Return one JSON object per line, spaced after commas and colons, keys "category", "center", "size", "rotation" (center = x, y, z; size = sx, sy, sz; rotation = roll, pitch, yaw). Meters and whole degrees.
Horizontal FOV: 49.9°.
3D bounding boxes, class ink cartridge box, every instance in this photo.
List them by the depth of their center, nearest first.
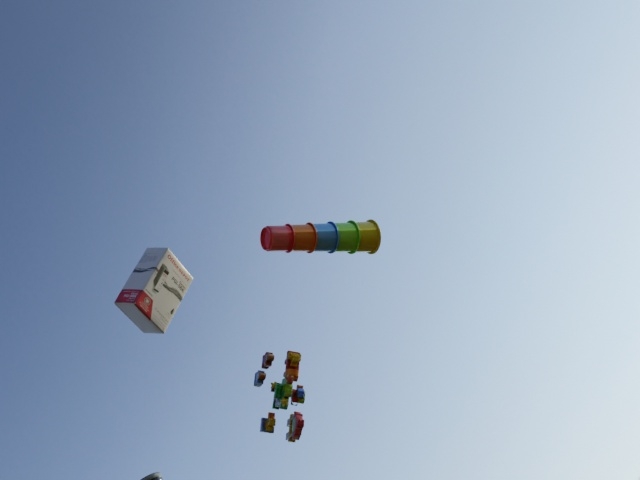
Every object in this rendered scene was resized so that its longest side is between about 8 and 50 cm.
{"category": "ink cartridge box", "center": [-0.311, 0.093, 1.300], "size": [0.099, 0.056, 0.135], "rotation": [58, -138, -40]}

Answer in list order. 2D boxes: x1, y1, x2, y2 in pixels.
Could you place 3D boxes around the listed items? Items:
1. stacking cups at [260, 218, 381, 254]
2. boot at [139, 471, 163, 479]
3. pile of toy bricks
{"category": "stacking cups", "center": [0.000, 0.000, 1.765], "size": [0.316, 0.096, 0.096], "rotation": [-4, -50, -28]}
{"category": "boot", "center": [-0.409, 0.675, 1.591], "size": [0.236, 0.178, 0.085], "rotation": [-49, -27, 7]}
{"category": "pile of toy bricks", "center": [-0.083, 0.338, 1.558], "size": [0.118, 0.212, 0.105], "rotation": [13, -31, -17]}
